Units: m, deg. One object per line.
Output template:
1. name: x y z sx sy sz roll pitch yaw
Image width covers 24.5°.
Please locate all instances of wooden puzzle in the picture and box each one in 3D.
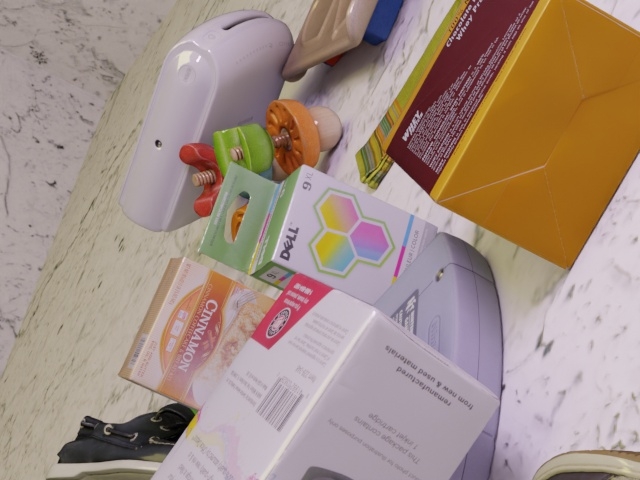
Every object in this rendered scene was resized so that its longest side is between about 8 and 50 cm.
1. wooden puzzle: 0.074 -0.375 2.008 0.322 0.080 0.348 -67 12 -10

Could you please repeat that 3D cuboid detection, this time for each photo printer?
1. photo printer: -0.155 -0.183 2.115 0.256 0.107 0.307 -32 -31 -60

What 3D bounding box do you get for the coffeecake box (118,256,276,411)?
1. coffeecake box: -0.101 0.120 1.593 0.142 0.185 0.068 -67 17 -9

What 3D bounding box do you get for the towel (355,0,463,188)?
1. towel: 0.108 -0.175 1.692 0.237 0.021 0.102 -58 18 18

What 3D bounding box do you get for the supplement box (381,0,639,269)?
1. supplement box: 0.169 -0.110 1.224 0.191 0.129 0.194 -61 17 9

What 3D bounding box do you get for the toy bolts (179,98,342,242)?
1. toy bolts: -0.062 -0.076 1.950 0.228 0.158 0.218 4 109 62

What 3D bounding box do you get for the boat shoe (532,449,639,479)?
1. boat shoe: 0.187 0.167 0.849 0.223 0.080 0.073 -22 39 59

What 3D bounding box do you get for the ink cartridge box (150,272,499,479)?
1. ink cartridge box: -0.029 0.191 1.128 0.306 0.131 0.226 -56 17 -3

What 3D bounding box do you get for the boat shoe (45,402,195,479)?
1. boat shoe: -0.182 0.240 1.678 0.340 0.127 0.113 -14 49 50

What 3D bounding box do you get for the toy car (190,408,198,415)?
1. toy car: -0.176 0.265 1.833 0.225 0.053 0.239 -63 17 -1

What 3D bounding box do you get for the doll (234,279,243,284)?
1. doll: -0.130 0.111 1.935 0.129 0.046 0.189 -63 16 4

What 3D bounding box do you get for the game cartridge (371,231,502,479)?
1. game cartridge: 0.080 0.140 1.258 0.198 0.062 0.297 -45 24 36

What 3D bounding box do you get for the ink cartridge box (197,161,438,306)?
1. ink cartridge box: 0.000 0.000 1.426 0.062 0.209 0.109 -38 31 60
